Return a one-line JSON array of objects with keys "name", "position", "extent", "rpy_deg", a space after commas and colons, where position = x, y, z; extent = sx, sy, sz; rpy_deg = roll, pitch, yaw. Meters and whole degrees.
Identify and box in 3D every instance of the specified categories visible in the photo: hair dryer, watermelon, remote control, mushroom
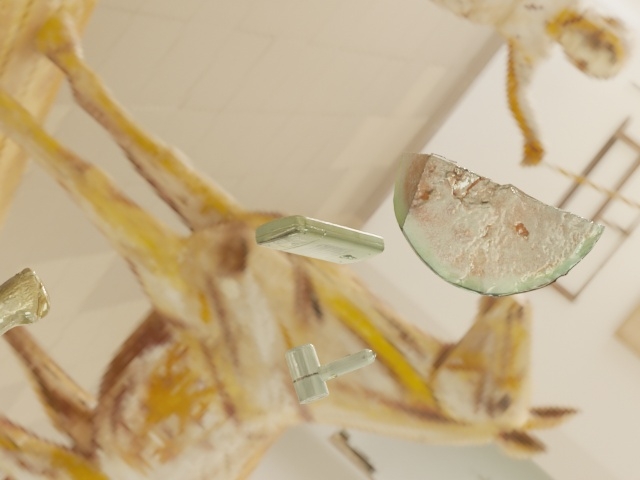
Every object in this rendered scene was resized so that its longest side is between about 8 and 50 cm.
[{"name": "hair dryer", "position": [0.019, 0.183, 1.947], "extent": [0.137, 0.082, 0.047], "rpy_deg": [-21, 166, 18]}, {"name": "watermelon", "position": [0.257, -0.027, 1.951], "extent": [0.180, 0.305, 0.224], "rpy_deg": [128, -25, -49]}, {"name": "remote control", "position": [0.000, 0.000, 2.070], "extent": [0.098, 0.038, 0.233], "rpy_deg": [-16, 162, 35]}, {"name": "mushroom", "position": [-0.353, 0.111, 1.321], "extent": [0.202, 0.054, 0.059], "rpy_deg": [-46, -168, -19]}]
